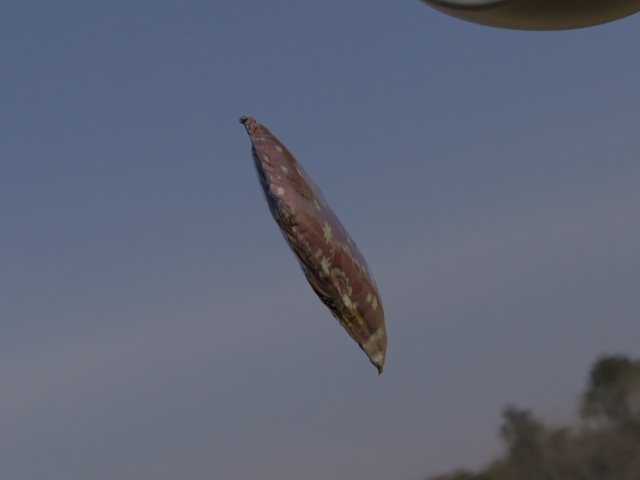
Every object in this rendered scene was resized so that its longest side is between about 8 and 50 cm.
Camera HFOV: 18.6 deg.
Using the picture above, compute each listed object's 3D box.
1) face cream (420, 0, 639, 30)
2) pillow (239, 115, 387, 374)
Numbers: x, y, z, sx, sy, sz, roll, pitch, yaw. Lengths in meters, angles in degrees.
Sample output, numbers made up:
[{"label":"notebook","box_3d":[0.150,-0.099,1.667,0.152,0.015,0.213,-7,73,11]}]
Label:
[{"label":"face cream","box_3d":[0.216,-0.310,1.829,0.313,0.219,0.357,9,15,31]},{"label":"pillow","box_3d":[0.000,0.000,1.385,0.043,0.118,0.185,-26,-48,5]}]
